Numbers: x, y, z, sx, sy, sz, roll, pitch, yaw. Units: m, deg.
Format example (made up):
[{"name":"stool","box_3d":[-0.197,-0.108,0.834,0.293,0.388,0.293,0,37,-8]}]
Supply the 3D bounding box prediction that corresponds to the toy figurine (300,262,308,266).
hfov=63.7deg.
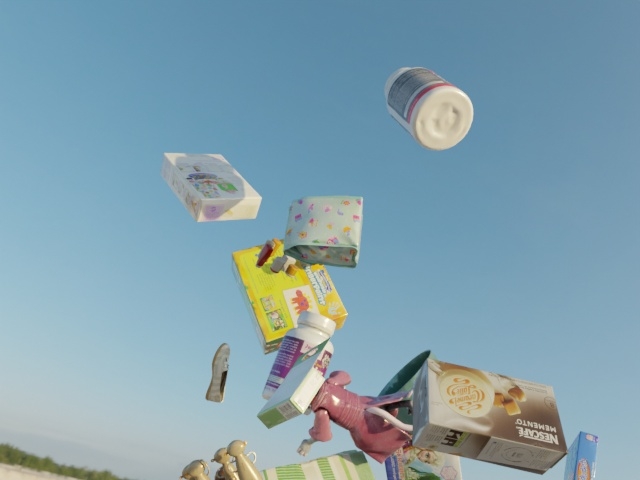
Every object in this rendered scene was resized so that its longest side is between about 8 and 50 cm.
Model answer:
[{"name":"toy figurine","box_3d":[0.000,0.000,2.180,0.210,0.212,0.148,-12,-3,43]}]

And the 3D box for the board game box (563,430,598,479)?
[{"name":"board game box","box_3d":[0.657,0.618,1.315,0.047,0.210,0.160,13,-36,21]}]

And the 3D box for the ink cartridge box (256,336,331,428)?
[{"name":"ink cartridge box","box_3d":[-0.052,0.375,1.362,0.056,0.235,0.171,47,-48,-3]}]

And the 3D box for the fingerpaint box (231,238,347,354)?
[{"name":"fingerpaint box","box_3d":[-0.146,0.223,2.261,0.372,0.444,0.163,-17,-29,-19]}]

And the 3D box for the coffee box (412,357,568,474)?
[{"name":"coffee box","box_3d":[0.302,0.324,0.952,0.247,0.141,0.098,13,-48,0]}]

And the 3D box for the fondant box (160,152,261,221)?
[{"name":"fondant box","box_3d":[-0.399,-0.197,1.853,0.239,0.330,0.096,-6,-52,-40]}]

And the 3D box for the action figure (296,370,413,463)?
[{"name":"action figure","box_3d":[0.081,0.489,1.446,0.371,0.248,0.275,24,-33,-11]}]

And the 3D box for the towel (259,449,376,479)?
[{"name":"towel","box_3d":[0.012,0.710,1.404,0.325,0.247,0.038,-2,-51,-23]}]

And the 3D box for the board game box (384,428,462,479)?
[{"name":"board game box","box_3d":[0.423,0.876,2.196,0.318,0.318,0.066,-8,11,12]}]

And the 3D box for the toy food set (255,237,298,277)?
[{"name":"toy food set","box_3d":[-0.179,0.083,1.976,0.111,0.232,0.104,19,-69,-39]}]

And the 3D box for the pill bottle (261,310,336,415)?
[{"name":"pill bottle","box_3d":[-0.058,0.385,1.646,0.170,0.301,0.169,19,-18,7]}]

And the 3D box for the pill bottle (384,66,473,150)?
[{"name":"pill bottle","box_3d":[0.295,-0.399,1.497,0.177,0.318,0.176,-7,-57,-10]}]

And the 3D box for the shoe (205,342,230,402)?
[{"name":"shoe","box_3d":[-0.352,0.473,1.836,0.058,0.218,0.077,17,6,21]}]

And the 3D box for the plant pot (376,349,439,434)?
[{"name":"plant pot","box_3d":[0.386,0.590,1.907,0.235,0.293,0.293,45,-30,7]}]

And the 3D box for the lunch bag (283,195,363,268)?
[{"name":"lunch bag","box_3d":[0.008,-0.035,1.765,0.263,0.223,0.160,4,-31,6]}]

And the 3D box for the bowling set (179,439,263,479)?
[{"name":"bowling set","box_3d":[-0.304,0.637,1.389,0.287,0.154,0.200,-25,1,-11]}]
